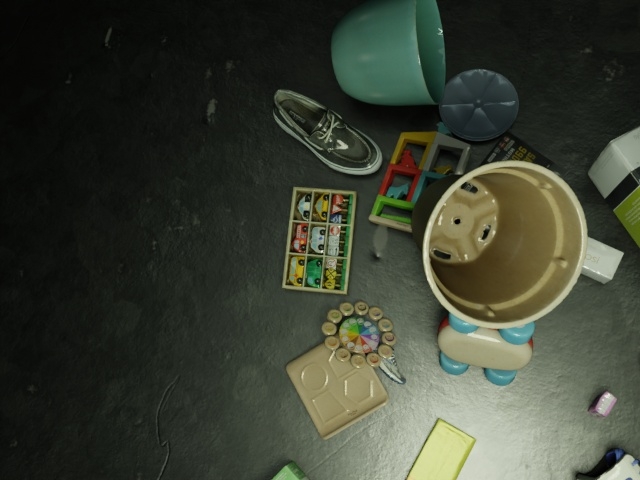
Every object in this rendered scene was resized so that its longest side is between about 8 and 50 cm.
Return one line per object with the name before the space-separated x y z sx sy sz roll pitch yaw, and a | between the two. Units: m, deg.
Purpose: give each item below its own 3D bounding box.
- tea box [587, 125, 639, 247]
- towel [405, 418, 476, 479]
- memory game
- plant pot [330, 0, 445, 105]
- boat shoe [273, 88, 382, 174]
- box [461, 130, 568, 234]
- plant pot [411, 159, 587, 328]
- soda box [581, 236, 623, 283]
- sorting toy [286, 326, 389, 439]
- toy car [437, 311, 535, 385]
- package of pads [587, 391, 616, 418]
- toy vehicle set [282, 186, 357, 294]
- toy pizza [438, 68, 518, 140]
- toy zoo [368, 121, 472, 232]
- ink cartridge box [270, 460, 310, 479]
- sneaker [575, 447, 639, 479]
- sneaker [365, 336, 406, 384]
tea box | 0.856 -0.137 1.470 0.329 0.220 0.324 -30 75 1
towel | 0.262 0.541 1.509 0.102 0.021 0.237 29 82 8
memory game | 0.093 0.223 1.561 0.186 0.012 0.186 7 52 -9
plant pot | 0.165 -0.471 1.630 0.235 0.293 0.293 -4 76 24
boat shoe | 0.006 -0.278 1.684 0.335 0.119 0.121 30 83 14
box | 0.464 -0.127 1.611 0.183 0.056 0.231 39 86 16
plant pot | 0.341 -0.018 1.404 0.333 0.305 0.334 -1 102 -7
soda box | 0.595 0.021 1.552 0.216 0.069 0.074 26 82 14
sorting toy | 0.040 0.343 1.571 0.193 0.038 0.208 -33 69 9
toy car | 0.388 0.171 1.510 0.210 0.219 0.238 11 50 12
package of pads | 0.630 0.369 1.458 0.032 0.083 0.050 35 81 19
toy vehicle set | 0.000 0.000 1.664 0.165 0.035 0.267 4 78 9
toy pizza | 0.407 -0.348 1.685 0.201 0.032 0.201 -2 76 9
toy zoo | 0.257 -0.161 1.636 0.192 0.030 0.293 16 79 30
ink cartridge box | -0.054 0.644 1.494 0.154 0.093 0.212 -44 77 -4
sneaker | 0.689 0.538 1.387 0.315 0.127 0.182 0 79 10
sneaker | 0.162 0.286 1.566 0.058 0.052 0.135 -43 75 -7
